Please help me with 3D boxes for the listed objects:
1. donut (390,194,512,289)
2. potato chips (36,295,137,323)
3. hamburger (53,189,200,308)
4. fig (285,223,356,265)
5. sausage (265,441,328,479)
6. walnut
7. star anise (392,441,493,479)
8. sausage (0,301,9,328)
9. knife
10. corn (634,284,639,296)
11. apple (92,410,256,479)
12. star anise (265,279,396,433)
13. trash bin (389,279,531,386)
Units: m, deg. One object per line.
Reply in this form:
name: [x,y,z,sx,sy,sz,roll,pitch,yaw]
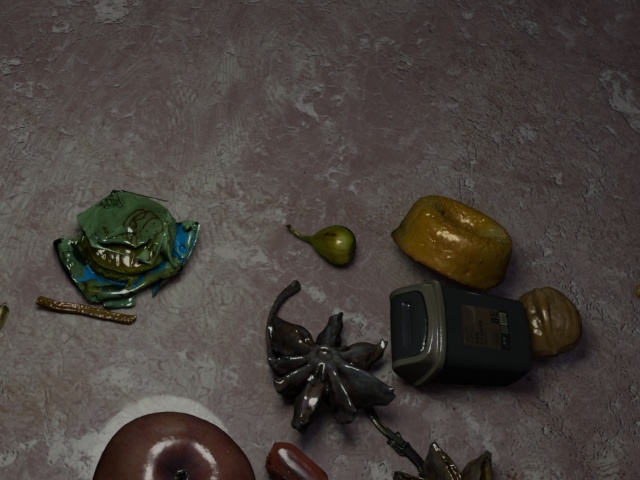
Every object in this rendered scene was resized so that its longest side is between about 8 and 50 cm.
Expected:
donut: [0.308,-0.007,1.795,0.277,0.109,0.278,18,24,-8]
potato chips: [-0.486,0.147,1.655,0.203,0.037,0.026,14,69,-10]
hamburger: [-0.416,-0.001,1.685,0.260,0.150,0.276,37,61,12]
fig: [0.011,-0.008,1.825,0.166,0.093,0.093,31,57,29]
sausage: [-0.045,0.452,1.550,0.141,0.076,0.076,35,60,11]
walnut: [0.502,0.183,1.777,0.166,0.149,0.167,-10,50,12]
star anise: [0.264,0.552,1.527,0.331,0.118,0.332,11,53,-15]
sausage: [-0.681,0.235,1.562,0.032,0.033,0.269,19,59,-1]
knife: [0.169,0.424,1.639,0.045,0.021,0.222,-31,72,-22]
corn: [0.808,0.127,1.932,0.092,0.037,0.037,11,59,-7]
apple: [-0.262,0.446,1.412,0.305,0.235,0.306,5,58,-8]
star anise: [0.007,0.260,1.646,0.315,0.139,0.359,24,44,6]
trash bin: [0.289,0.206,1.701,0.290,0.182,0.210,9,59,-13]
